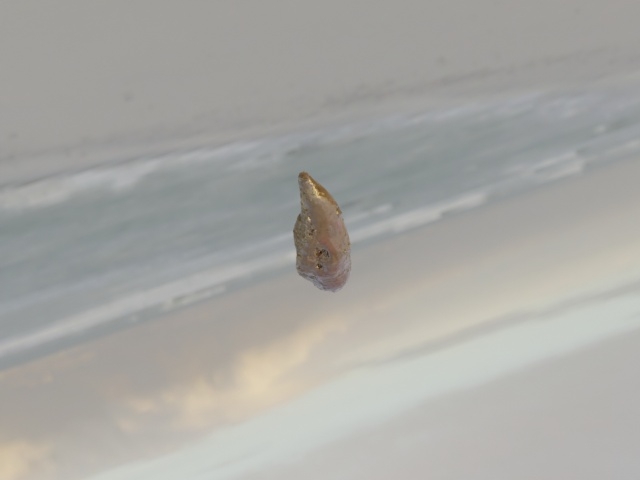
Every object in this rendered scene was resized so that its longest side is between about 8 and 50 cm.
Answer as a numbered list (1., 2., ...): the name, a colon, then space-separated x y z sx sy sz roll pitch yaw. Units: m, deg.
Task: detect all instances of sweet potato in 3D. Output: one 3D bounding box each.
1. sweet potato: 0.000 0.000 1.655 0.068 0.060 0.206 -32 142 -19
